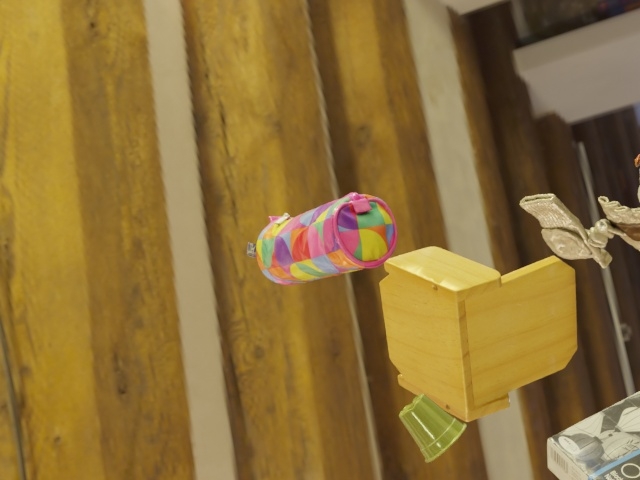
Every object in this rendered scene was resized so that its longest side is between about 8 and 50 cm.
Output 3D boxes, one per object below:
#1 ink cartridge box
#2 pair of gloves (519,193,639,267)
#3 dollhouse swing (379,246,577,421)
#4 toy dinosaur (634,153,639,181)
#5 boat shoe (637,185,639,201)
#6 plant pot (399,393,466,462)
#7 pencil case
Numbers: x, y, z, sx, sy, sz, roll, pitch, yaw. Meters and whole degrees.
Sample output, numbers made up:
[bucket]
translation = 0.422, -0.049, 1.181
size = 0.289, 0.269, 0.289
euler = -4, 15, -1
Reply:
[ink cartridge box]
translation = 0.469, 0.248, 1.322
size = 0.165, 0.333, 0.065
euler = 42, 148, 51
[pair of gloves]
translation = 0.469, -0.009, 1.739
size = 0.204, 0.240, 0.042
euler = 42, -118, -41
[dollhouse swing]
translation = 0.359, 0.169, 2.362
size = 0.305, 0.315, 0.347
euler = -29, -56, -30
[toy dinosaur]
translation = 0.574, -0.119, 1.860
size = 0.082, 0.047, 0.090
euler = 61, 171, -15
[boat shoe]
translation = 0.741, -0.031, 2.162
size = 0.119, 0.121, 0.335
euler = 33, -143, -12
[plant pot]
translation = 0.161, 0.274, 1.563
size = 0.079, 0.083, 0.083
euler = 48, -153, 3
[pencil case]
translation = 0.000, 0.000, 1.358
size = 0.104, 0.236, 0.104
euler = 5, -99, -31
